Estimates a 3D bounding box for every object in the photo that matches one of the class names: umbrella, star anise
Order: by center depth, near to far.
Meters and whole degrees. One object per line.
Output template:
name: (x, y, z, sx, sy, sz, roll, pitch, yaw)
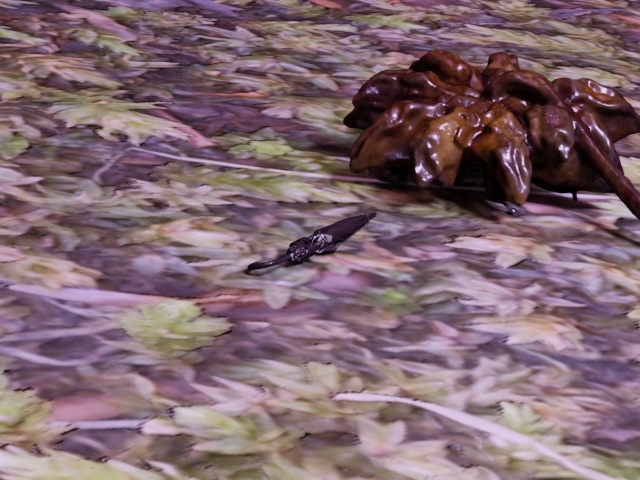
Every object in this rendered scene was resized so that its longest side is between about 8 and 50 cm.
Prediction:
umbrella: (0.003, 0.000, 1.008, 0.022, 0.013, 0.122, -7, 9, 34)
star anise: (0.128, -0.057, 1.138, 0.234, 0.073, 0.177, 18, 29, 10)
